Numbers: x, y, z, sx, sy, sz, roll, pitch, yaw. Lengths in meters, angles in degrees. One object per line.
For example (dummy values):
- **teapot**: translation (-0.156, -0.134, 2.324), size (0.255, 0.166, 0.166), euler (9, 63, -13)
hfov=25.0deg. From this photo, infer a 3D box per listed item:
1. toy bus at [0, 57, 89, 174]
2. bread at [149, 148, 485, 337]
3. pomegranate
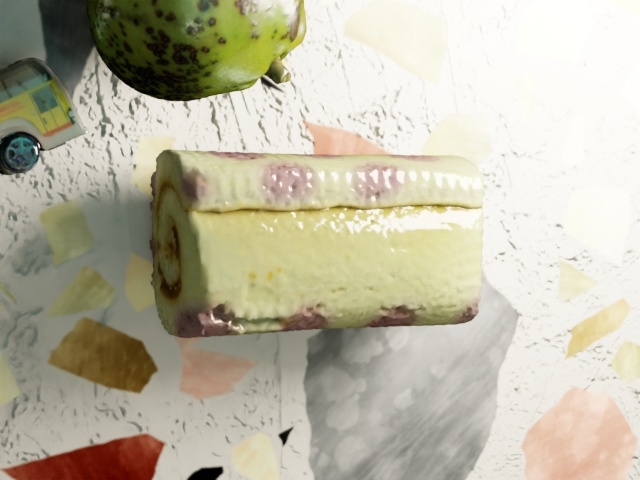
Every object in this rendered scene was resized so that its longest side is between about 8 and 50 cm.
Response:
- **toy bus**: translation (-0.353, -0.084, 1.324), size (0.268, 0.092, 0.106), euler (-25, 103, -17)
- **bread**: translation (0.000, 0.000, 1.473), size (0.338, 0.155, 0.187), euler (-2, 96, -23)
- **pomegranate**: translation (-0.119, -0.267, 1.321), size (0.204, 0.222, 0.276), euler (-9, 89, -6)
